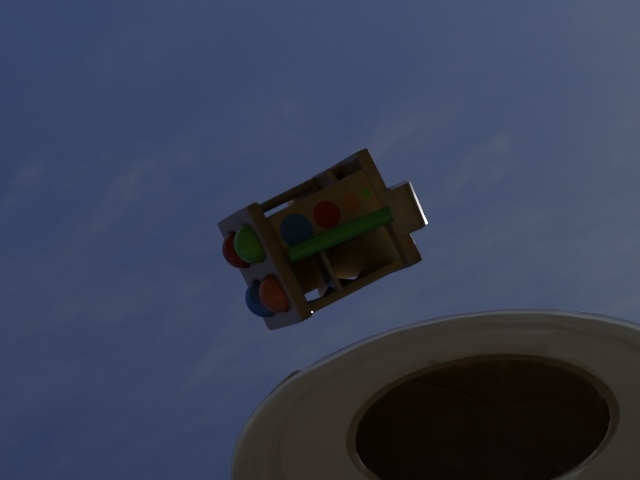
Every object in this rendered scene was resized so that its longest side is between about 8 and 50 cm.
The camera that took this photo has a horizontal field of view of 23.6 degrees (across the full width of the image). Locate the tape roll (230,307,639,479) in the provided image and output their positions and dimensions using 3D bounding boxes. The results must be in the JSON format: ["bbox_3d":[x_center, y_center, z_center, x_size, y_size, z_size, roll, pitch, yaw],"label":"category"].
[{"bbox_3d":[0.089,0.161,0.756,0.246,0.169,0.246,-8,-156,4],"label":"tape roll"}]

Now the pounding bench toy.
[{"bbox_3d":[0.000,0.000,0.624,0.065,0.052,0.083,-26,-179,-19],"label":"pounding bench toy"}]
